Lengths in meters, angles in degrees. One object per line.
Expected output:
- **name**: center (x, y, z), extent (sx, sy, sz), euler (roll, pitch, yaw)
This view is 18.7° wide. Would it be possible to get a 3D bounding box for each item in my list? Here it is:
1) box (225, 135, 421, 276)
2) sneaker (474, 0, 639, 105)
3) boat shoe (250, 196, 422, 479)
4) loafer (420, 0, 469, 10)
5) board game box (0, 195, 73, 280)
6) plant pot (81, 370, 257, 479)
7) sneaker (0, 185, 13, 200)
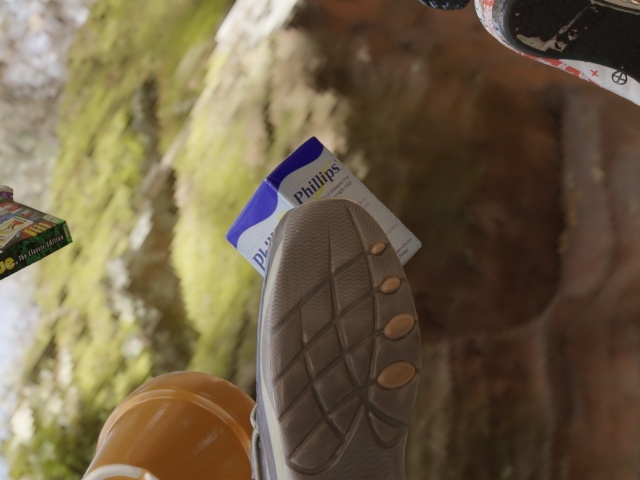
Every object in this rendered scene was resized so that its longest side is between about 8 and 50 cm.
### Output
- **box**: center (0.000, 0.000, 1.707), extent (0.137, 0.126, 0.072), euler (45, -122, 4)
- **sneaker**: center (0.261, -0.173, 1.687), extent (0.270, 0.090, 0.145), euler (19, -168, -14)
- **boat shoe**: center (-0.006, 0.145, 1.467), extent (0.132, 0.356, 0.130), euler (-4, -177, -29)
- **loafer**: center (0.095, -0.279, 1.523), extent (0.076, 0.223, 0.078), euler (8, -132, 19)
- **board game box**: center (-0.367, -0.008, 1.879), extent (0.136, 0.030, 0.259), euler (-32, -148, -31)
- **plant pot**: center (-0.165, 0.264, 2.062), extent (0.205, 0.205, 0.188), euler (35, -157, 8)
- **sneaker**: center (-0.379, 0.007, 2.097), extent (0.068, 0.170, 0.071), euler (0, -132, -53)
